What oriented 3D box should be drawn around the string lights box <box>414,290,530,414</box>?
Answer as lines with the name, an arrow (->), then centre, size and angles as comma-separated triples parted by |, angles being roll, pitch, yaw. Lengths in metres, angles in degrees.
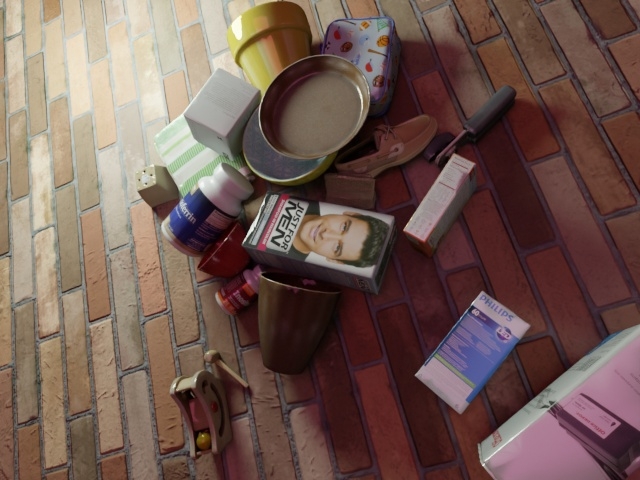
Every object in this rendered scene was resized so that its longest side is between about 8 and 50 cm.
string lights box -> 0.359, 0.264, 1.152 | 0.133, 0.077, 0.260 | 39, 89, 23

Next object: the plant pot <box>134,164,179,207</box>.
plant pot -> -0.536, -0.185, 1.568 | 0.108, 0.096, 0.109 | -18, 69, 12

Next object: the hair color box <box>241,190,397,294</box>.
hair color box -> 0.000, 0.000, 1.310 | 0.374, 0.114, 0.186 | 13, 66, 21

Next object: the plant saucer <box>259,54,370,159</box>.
plant saucer -> -0.014, -0.350, 1.301 | 0.310, 0.050, 0.311 | -5, 72, 17

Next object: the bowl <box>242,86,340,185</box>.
bowl -> -0.064, -0.275, 1.406 | 0.289, 0.156, 0.290 | -5, 73, 16

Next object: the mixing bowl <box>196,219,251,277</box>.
mixing bowl -> -0.258, 0.040, 1.389 | 0.098, 0.181, 0.181 | 41, 89, -16

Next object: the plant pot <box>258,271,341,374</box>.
plant pot -> -0.074, 0.218, 1.257 | 0.215, 0.215, 0.231 | 13, 94, 21

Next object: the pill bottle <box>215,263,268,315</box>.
pill bottle -> -0.214, 0.137, 1.372 | 0.152, 0.086, 0.086 | -38, 67, 5

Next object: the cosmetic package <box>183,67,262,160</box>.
cosmetic package -> -0.278, -0.368, 1.431 | 0.151, 0.151, 0.184 | 30, 75, 7

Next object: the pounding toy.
pounding toy -> -0.285, 0.417, 1.276 | 0.154, 0.154, 0.270 | -19, 70, 12

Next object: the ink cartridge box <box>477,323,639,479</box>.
ink cartridge box -> 0.518, 0.361, 0.958 | 0.395, 0.285, 0.166 | -41, 67, 3

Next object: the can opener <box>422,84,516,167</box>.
can opener -> 0.397, -0.313, 1.311 | 0.283, 0.076, 0.095 | -45, 67, 0

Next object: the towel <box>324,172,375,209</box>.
towel -> 0.082, -0.138, 1.352 | 0.148, 0.110, 0.027 | 8, 37, 18

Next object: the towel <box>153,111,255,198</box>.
towel -> -0.374, -0.261, 1.535 | 0.247, 0.038, 0.325 | -34, 76, 11

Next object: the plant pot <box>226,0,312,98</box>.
plant pot -> -0.128, -0.541, 1.471 | 0.253, 0.254, 0.239 | -20, 84, 12

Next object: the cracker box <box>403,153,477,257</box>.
cracker box -> 0.307, -0.083, 1.228 | 0.067, 0.155, 0.232 | 33, 86, 24

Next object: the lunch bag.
lunch bag -> 0.106, -0.520, 1.449 | 0.243, 0.115, 0.304 | 5, 77, 22

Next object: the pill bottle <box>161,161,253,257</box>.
pill bottle -> -0.326, -0.090, 1.417 | 0.265, 0.153, 0.153 | -46, 66, 13

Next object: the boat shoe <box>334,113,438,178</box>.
boat shoe -> 0.180, -0.264, 1.340 | 0.302, 0.098, 0.109 | -30, 43, 11
